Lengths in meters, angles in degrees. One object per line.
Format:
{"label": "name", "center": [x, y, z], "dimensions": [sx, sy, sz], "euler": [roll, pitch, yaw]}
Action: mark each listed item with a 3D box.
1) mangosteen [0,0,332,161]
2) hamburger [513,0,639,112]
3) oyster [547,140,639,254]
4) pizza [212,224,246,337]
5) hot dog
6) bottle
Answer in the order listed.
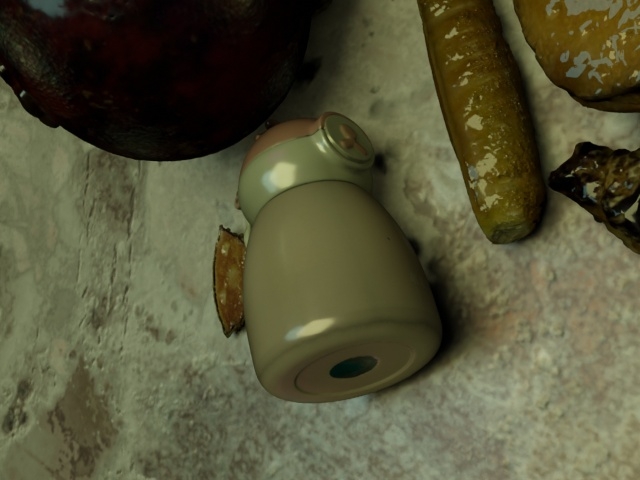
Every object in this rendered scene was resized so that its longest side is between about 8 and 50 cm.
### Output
{"label": "mangosteen", "center": [-0.127, -0.241, 0.741], "dimensions": [0.359, 0.306, 0.306], "euler": [-41, 58, -1]}
{"label": "hamburger", "center": [0.249, -0.222, 0.493], "dimensions": [0.304, 0.174, 0.284], "euler": [-24, 62, 55]}
{"label": "oyster", "center": [0.295, 0.005, 0.521], "dimensions": [0.345, 0.079, 0.128], "euler": [26, 105, 34]}
{"label": "pizza", "center": [-0.074, 0.046, 0.808], "dimensions": [0.100, 0.029, 0.099], "euler": [30, 107, 39]}
{"label": "hot dog", "center": [0.121, -0.138, 0.669], "dimensions": [0.068, 0.083, 0.288], "euler": [-14, 72, 14]}
{"label": "bottle", "center": [0.000, 0.000, 0.693], "dimensions": [0.148, 0.148, 0.236], "euler": [-32, 56, 28]}
